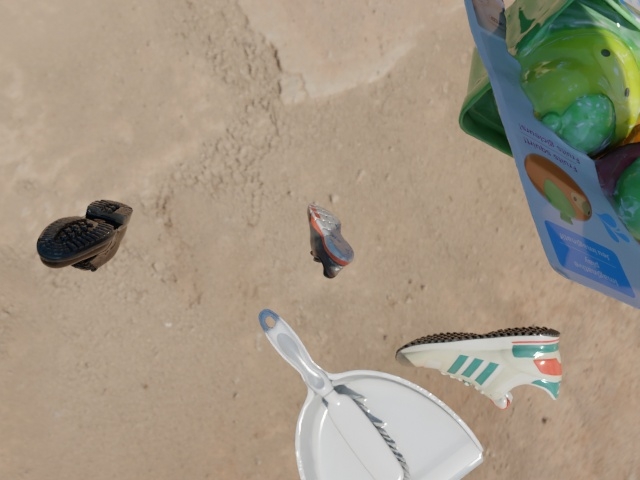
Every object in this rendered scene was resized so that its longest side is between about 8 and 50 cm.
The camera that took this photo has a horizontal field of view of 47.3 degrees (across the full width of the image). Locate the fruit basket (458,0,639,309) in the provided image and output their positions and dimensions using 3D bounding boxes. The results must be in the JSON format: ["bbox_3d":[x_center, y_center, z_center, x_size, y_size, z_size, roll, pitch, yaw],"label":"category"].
[{"bbox_3d":[0.261,-0.062,0.578,0.165,0.327,0.353,-50,29,32],"label":"fruit basket"}]

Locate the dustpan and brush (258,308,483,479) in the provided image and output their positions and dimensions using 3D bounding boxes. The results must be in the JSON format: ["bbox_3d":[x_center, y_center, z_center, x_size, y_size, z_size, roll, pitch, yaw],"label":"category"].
[{"bbox_3d":[0.019,0.143,0.616,0.147,0.060,0.211,-39,78,3],"label":"dustpan and brush"}]

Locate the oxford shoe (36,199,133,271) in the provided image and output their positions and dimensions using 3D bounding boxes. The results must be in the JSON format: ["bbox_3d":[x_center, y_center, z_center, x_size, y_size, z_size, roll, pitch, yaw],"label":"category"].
[{"bbox_3d":[-0.342,0.011,1.072,0.083,0.227,0.096,20,106,6],"label":"oxford shoe"}]

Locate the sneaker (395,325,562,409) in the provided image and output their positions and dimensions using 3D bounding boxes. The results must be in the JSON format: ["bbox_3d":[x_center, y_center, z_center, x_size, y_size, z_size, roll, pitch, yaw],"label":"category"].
[{"bbox_3d":[0.150,0.126,0.698,0.162,0.057,0.075,-9,88,24],"label":"sneaker"}]

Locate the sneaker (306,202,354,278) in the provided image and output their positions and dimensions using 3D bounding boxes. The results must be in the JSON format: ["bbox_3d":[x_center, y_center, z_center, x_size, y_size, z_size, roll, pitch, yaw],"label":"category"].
[{"bbox_3d":[0.000,0.000,1.157,0.064,0.061,0.157,-55,31,24],"label":"sneaker"}]
